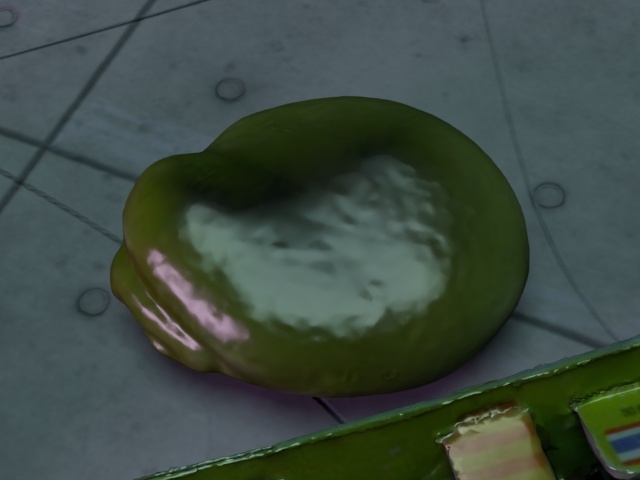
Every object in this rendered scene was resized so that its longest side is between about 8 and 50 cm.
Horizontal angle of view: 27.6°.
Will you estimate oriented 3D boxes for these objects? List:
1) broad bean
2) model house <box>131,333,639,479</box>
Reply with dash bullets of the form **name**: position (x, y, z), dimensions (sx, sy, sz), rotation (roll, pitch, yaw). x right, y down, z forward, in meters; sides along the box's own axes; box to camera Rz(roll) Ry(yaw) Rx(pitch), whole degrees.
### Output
- **broad bean**: position (0.000, 0.000, 0.913), dimensions (0.291, 0.119, 0.238), rotation (2, 56, 5)
- **model house**: position (0.069, 0.249, 0.605), dimensions (0.357, 0.243, 0.313), rotation (-12, 32, -6)
